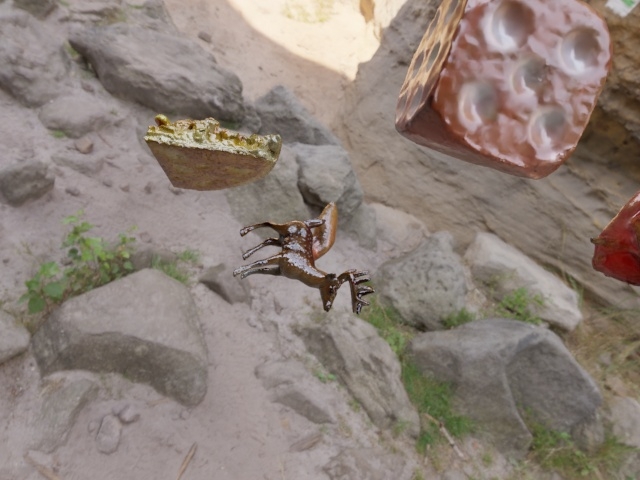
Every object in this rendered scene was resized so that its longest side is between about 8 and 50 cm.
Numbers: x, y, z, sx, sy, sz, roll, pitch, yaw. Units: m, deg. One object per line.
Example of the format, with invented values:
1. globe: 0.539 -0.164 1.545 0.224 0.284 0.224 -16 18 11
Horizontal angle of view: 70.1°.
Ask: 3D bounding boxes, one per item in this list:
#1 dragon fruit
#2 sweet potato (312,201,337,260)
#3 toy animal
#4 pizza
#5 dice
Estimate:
1. dragon fruit: 0.717 -0.030 0.821 0.286 0.329 0.228 14 16 -9
2. sweet potato: -0.001 -0.001 1.007 0.058 0.055 0.202 14 60 24
3. toy animal: -0.033 0.034 0.880 0.260 0.087 0.243 -6 50 2
4. pizza: -0.214 -0.167 0.984 0.258 0.268 0.087 10 72 -3
5. dice: 0.195 -0.178 0.530 0.179 0.174 0.174 15 13 -5
